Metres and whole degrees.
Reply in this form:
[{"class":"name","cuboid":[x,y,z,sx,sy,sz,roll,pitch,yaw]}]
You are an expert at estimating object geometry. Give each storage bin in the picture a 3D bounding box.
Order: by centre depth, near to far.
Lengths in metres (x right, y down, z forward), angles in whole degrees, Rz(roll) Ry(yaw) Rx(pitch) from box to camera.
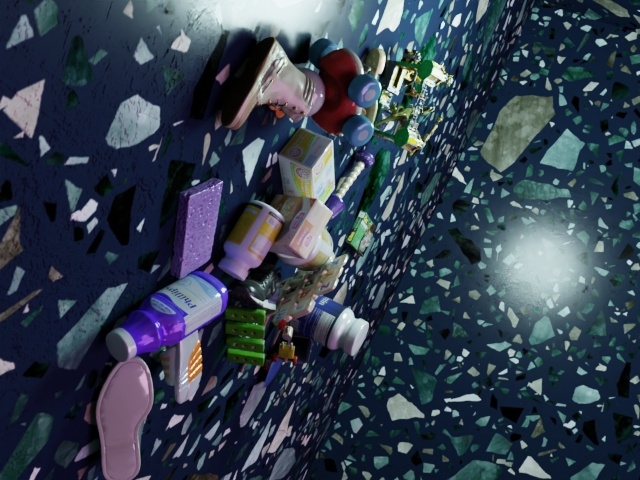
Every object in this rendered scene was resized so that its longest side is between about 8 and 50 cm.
[{"class":"storage bin","cuboid":[-0.082,0.358,2.433,0.091,0.098,0.135,-87,-174,-53]}]

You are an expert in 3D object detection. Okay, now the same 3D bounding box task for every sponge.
[{"class":"sponge","cuboid":[-0.269,-0.027,1.481,0.117,0.031,0.210,-38,148,-53]}]

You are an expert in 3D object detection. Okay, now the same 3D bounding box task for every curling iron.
[{"class":"curling iron","cuboid":[-0.186,0.289,2.117,0.274,0.035,0.068,-66,162,2]}]

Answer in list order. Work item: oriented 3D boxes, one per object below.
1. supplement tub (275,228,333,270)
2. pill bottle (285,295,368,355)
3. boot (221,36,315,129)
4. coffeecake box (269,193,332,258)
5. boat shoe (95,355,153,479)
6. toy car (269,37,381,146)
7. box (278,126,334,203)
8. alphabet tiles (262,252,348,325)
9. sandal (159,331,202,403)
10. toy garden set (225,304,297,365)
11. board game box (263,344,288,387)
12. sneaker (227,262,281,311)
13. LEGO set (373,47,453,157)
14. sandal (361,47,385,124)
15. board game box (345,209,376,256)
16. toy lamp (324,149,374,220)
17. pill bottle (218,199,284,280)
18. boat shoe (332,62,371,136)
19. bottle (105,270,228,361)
[{"class":"supplement tub","cuboid":[-0.054,0.006,1.938,0.144,0.144,0.199,-64,162,-3]},{"class":"pill bottle","cuboid":[0.020,0.275,2.303,0.153,0.264,0.153,-54,159,-31]},{"class":"boot","cuboid":[-0.103,-0.291,1.427,0.165,0.077,0.213,38,72,-41]},{"class":"coffeecake box","cuboid":[-0.076,-0.038,1.752,0.068,0.185,0.142,41,72,-33]},{"class":"boat shoe","cuboid":[-0.435,0.378,1.499,0.099,0.116,0.320,-126,-138,-61]},{"class":"toy car","cuboid":[-0.022,-0.331,1.595,0.237,0.219,0.210,-19,140,-25]},{"class":"box","cuboid":[-0.034,-0.183,1.816,0.114,0.103,0.203,-55,160,-28]},{"class":"alphabet tiles","cuboid":[-0.045,0.137,1.989,0.021,0.277,0.284,53,33,-20]},{"class":"sandal","cuboid":[-0.334,0.246,1.607,0.102,0.076,0.266,-12,104,-69]},{"class":"toy garden set","cuboid":[-0.161,0.265,1.916,0.244,0.203,0.049,97,3,-46]},{"class":"board game box","cuboid":[-0.166,0.427,2.362,0.133,0.033,0.169,-46,161,-51]},{"class":"sneaker","cuboid":[-0.175,0.114,1.850,0.283,0.107,0.124,49,58,-78]},{"class":"LEGO set","cuboid":[0.303,-0.423,2.191,0.192,0.254,0.332,13,90,-44]},{"class":"sandal","cuboid":[0.121,-0.444,1.994,0.079,0.088,0.240,-2,113,-35]},{"class":"board game box","cuboid":[0.164,-0.023,2.698,0.136,0.030,0.259,-61,162,-5]},{"class":"toy lamp","cuboid":[0.082,-0.175,2.190,0.275,0.080,0.080,-56,160,-26]},{"class":"pill bottle","cuboid":[-0.173,0.001,1.670,0.184,0.103,0.103,-60,161,-14]},{"class":"boat shoe","cuboid":[0.084,-0.392,1.925,0.081,0.068,0.228,-38,148,-54]},{"class":"bottle","cuboid":[-0.321,0.160,1.438,0.282,0.118,0.092,-32,143,-50]}]
